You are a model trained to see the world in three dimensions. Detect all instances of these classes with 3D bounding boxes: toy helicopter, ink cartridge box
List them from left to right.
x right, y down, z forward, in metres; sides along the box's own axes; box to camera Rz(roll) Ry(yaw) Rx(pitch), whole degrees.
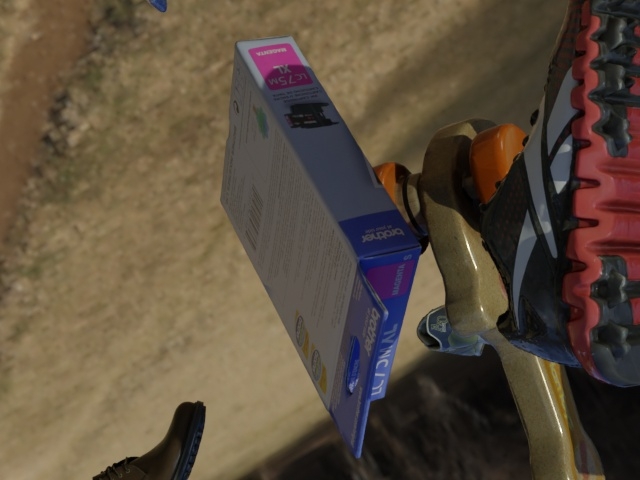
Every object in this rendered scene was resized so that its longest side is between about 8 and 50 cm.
[{"bbox_3d":[0.000,0.000,1.137,0.065,0.311,0.185,-11,138,-19],"label":"ink cartridge box"},{"bbox_3d":[0.175,0.067,1.202,0.140,0.355,0.235,-18,178,29],"label":"toy helicopter"}]

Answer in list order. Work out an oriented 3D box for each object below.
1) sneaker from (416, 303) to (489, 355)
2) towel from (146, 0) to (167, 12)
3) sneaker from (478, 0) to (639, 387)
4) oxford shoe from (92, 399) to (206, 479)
[{"bbox_3d":[0.160,0.107,1.723,0.086,0.064,0.192,0,172,0],"label":"sneaker"},{"bbox_3d":[-0.233,-0.394,1.635,0.034,0.209,0.285,-16,174,4],"label":"towel"},{"bbox_3d":[0.166,-0.045,0.920,0.098,0.276,0.135,5,176,-41],"label":"sneaker"},{"bbox_3d":[-0.202,0.269,1.557,0.227,0.096,0.083,-60,-178,1],"label":"oxford shoe"}]
